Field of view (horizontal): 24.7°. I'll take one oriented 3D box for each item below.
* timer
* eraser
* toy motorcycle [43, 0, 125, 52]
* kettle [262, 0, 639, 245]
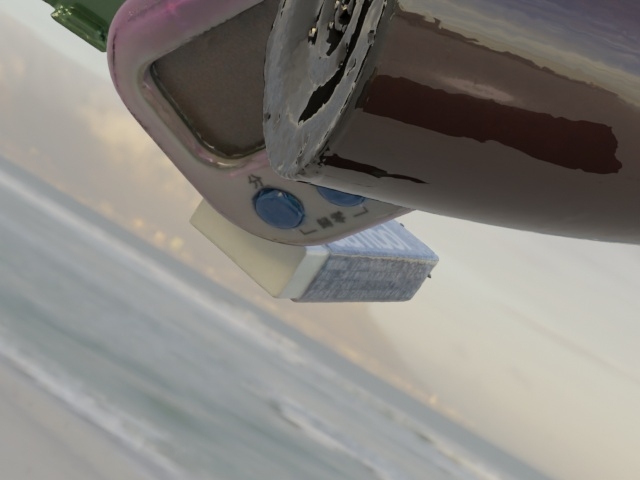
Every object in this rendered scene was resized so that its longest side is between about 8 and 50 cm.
[{"bbox_3d":[-0.006,-0.091,0.817,0.209,0.069,0.190,-19,-59,38],"label":"timer"},{"bbox_3d":[0.000,0.000,1.021,0.092,0.046,0.212,41,16,23],"label":"eraser"},{"bbox_3d":[-0.079,-0.282,1.063,0.191,0.326,0.200,33,-40,-4],"label":"toy motorcycle"},{"bbox_3d":[0.099,-0.059,0.631,0.232,0.144,0.202,16,-19,-18],"label":"kettle"}]
